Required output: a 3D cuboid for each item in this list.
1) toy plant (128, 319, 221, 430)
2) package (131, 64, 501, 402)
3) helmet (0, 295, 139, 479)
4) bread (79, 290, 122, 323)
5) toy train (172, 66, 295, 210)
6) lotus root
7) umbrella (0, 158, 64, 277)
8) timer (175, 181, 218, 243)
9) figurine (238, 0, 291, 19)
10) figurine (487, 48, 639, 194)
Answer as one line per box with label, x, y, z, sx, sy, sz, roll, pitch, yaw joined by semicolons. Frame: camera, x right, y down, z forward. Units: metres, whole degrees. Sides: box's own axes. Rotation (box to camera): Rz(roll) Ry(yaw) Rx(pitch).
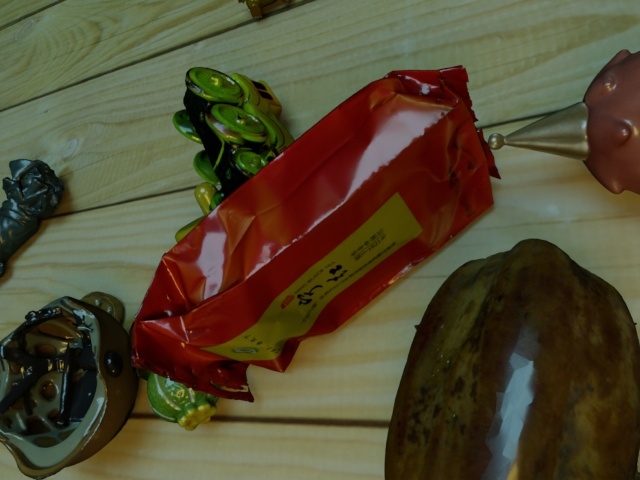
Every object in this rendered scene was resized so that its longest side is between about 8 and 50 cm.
toy plant;-0.180;0.158;0.657;0.093;0.093;0.162;-39;53;5
package;0.001;0.000;0.577;0.423;0.196;0.123;-41;48;5
helmet;-0.320;0.188;0.695;0.198;0.130;0.224;-33;65;15
bread;-0.352;0.129;0.809;0.110;0.024;0.110;-13;60;24
toy train;-0.099;-0.127;0.724;0.100;0.161;0.296;-54;49;33
lotus root;0.160;0.157;0.433;0.193;0.193;0.291;8;66;32
umbrella;-0.620;0.000;0.984;0.349;0.094;0.143;-47;48;1
timer;-0.152;-0.023;0.727;0.107;0.109;0.107;-25;13;6
figurine;-0.123;-0.510;0.964;0.121;0.122;0.176;-25;56;19
figurine;0.355;-0.119;0.467;0.387;0.166;0.207;6;51;28
